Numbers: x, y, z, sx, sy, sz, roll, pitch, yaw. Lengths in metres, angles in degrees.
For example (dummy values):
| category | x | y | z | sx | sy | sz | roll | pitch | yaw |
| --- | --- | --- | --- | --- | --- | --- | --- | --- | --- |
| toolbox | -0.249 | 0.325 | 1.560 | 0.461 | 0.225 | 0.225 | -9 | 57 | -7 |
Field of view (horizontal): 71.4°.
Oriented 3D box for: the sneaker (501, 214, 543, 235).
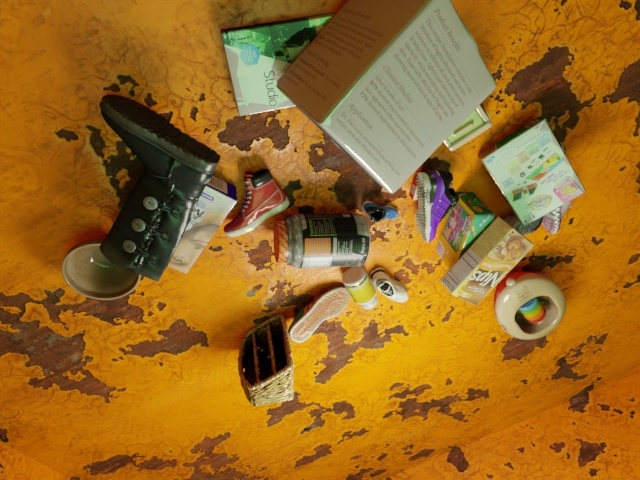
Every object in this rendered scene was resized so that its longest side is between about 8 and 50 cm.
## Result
| category | x | y | z | sx | sy | sz | roll | pitch | yaw |
| --- | --- | --- | --- | --- | --- | --- | --- | --- | --- |
| sneaker | 0.767 | -0.061 | 1.777 | 0.297 | 0.129 | 0.111 | -39 | 125 | -8 |

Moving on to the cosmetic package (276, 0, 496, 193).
| category | x | y | z | sx | sy | sz | roll | pitch | yaw |
| --- | --- | --- | --- | --- | --- | --- | --- | --- | --- |
| cosmetic package | 0.165 | -0.412 | 1.182 | 0.393 | 0.327 | 0.329 | -46 | 131 | 9 |

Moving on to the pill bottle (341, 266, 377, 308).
| category | x | y | z | sx | sy | sz | roll | pitch | yaw |
| --- | --- | --- | --- | --- | --- | --- | --- | --- | --- |
| pill bottle | 0.165 | 0.196 | 1.806 | 0.103 | 0.103 | 0.184 | -27 | 126 | 6 |

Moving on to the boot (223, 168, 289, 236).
| category | x | y | z | sx | sy | sz | roll | pitch | yaw |
| --- | --- | --- | --- | --- | --- | --- | --- | --- | --- |
| boot | -0.248 | -0.132 | 1.483 | 0.244 | 0.088 | 0.176 | -33 | 126 | 0 |

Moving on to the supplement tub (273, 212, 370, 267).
| category | x | y | z | sx | sy | sz | roll | pitch | yaw |
| --- | --- | --- | --- | --- | --- | --- | --- | --- | --- |
| supplement tub | 0.000 | 0.000 | 1.570 | 0.316 | 0.193 | 0.193 | -1 | 125 | -13 |

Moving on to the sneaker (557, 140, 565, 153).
| category | x | y | z | sx | sy | sz | roll | pitch | yaw |
| --- | --- | --- | --- | --- | --- | --- | --- | --- | --- |
| sneaker | 0.783 | -0.282 | 1.635 | 0.097 | 0.084 | 0.234 | 34 | 111 | -30 |

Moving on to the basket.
| category | x | y | z | sx | sy | sz | roll | pitch | yaw |
| --- | --- | --- | --- | --- | --- | --- | --- | --- | --- |
| basket | -0.226 | 0.471 | 1.783 | 0.214 | 0.299 | 0.222 | -5 | 128 | -9 |

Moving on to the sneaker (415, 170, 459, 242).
| category | x | y | z | sx | sy | sz | roll | pitch | yaw |
| --- | --- | --- | --- | --- | --- | --- | --- | --- | --- |
| sneaker | 0.425 | -0.119 | 1.594 | 0.146 | 0.102 | 0.293 | -12 | 129 | -5 |

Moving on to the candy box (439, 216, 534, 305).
| category | x | y | z | sx | sy | sz | roll | pitch | yaw |
| --- | --- | --- | --- | --- | --- | --- | --- | --- | --- |
| candy box | 0.614 | 0.083 | 1.645 | 0.183 | 0.087 | 0.316 | 25 | 110 | -38 |

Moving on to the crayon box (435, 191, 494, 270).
| category | x | y | z | sx | sy | sz | roll | pitch | yaw |
| --- | --- | --- | --- | --- | --- | --- | --- | --- | --- |
| crayon box | 0.545 | -0.025 | 1.706 | 0.081 | 0.165 | 0.278 | 0 | 125 | -14 |

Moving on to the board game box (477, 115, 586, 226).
| category | x | y | z | sx | sy | sz | roll | pitch | yaw |
| --- | --- | --- | --- | --- | --- | --- | --- | --- | --- |
| board game box | 0.752 | -0.239 | 1.591 | 0.242 | 0.064 | 0.316 | -33 | 106 | 18 |

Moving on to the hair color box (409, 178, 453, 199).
| category | x | y | z | sx | sy | sz | roll | pitch | yaw |
| --- | --- | --- | --- | --- | --- | --- | --- | --- | --- |
| hair color box | 0.404 | -0.187 | 1.632 | 0.141 | 0.043 | 0.071 | 0 | 125 | -13 |

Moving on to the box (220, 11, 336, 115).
| category | x | y | z | sx | sy | sz | roll | pitch | yaw |
| --- | --- | --- | --- | --- | --- | --- | --- | --- | --- |
| box | -0.100 | -0.500 | 1.272 | 0.322 | 0.058 | 0.232 | -13 | 127 | -7 |

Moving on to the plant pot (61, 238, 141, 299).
| category | x | y | z | sx | sy | sz | roll | pitch | yaw |
| --- | --- | --- | --- | --- | --- | --- | --- | --- | --- |
| plant pot | -0.723 | 0.077 | 1.493 | 0.238 | 0.109 | 0.237 | -7 | 127 | -10 |

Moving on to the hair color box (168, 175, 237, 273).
| category | x | y | z | sx | sy | sz | roll | pitch | yaw |
| --- | --- | --- | --- | --- | --- | --- | --- | --- | --- |
| hair color box | -0.441 | -0.067 | 1.465 | 0.185 | 0.110 | 0.338 | 26 | 116 | -28 |

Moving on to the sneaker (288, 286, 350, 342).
| category | x | y | z | sx | sy | sz | roll | pitch | yaw |
| --- | --- | --- | --- | --- | --- | --- | --- | --- | --- |
| sneaker | -0.016 | 0.290 | 1.840 | 0.302 | 0.121 | 0.108 | -38 | 104 | -8 |

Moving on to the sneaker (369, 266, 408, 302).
| category | x | y | z | sx | sy | sz | roll | pitch | yaw |
| --- | --- | --- | --- | --- | --- | --- | --- | --- | --- |
| sneaker | 0.293 | 0.208 | 1.855 | 0.090 | 0.094 | 0.235 | -43 | 125 | 15 |

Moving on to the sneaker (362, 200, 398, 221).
| category | x | y | z | sx | sy | sz | roll | pitch | yaw |
| --- | --- | --- | --- | --- | --- | --- | --- | --- | --- |
| sneaker | 0.229 | -0.094 | 1.627 | 0.152 | 0.084 | 0.058 | 17 | 119 | -25 |

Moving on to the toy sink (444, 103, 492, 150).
| category | x | y | z | sx | sy | sz | roll | pitch | yaw |
| --- | --- | --- | --- | --- | --- | --- | --- | --- | --- |
| toy sink | 0.441 | -0.391 | 1.421 | 0.153 | 0.131 | 0.234 | -31 | 128 | 27 |

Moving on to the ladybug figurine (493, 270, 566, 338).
| category | x | y | z | sx | sy | sz | roll | pitch | yaw |
| --- | --- | --- | --- | --- | --- | --- | --- | --- | --- |
| ladybug figurine | 0.933 | 0.281 | 2.025 | 0.305 | 0.161 | 0.449 | -35 | 126 | 11 |

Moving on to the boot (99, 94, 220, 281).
| category | x | y | z | sx | sy | sz | roll | pitch | yaw |
| --- | --- | --- | --- | --- | --- | --- | --- | --- | --- |
| boot | -0.539 | -0.139 | 1.304 | 0.367 | 0.146 | 0.445 | 34 | 116 | 1 |

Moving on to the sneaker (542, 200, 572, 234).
| category | x | y | z | sx | sy | sz | roll | pitch | yaw |
| --- | --- | --- | --- | --- | --- | --- | --- | --- | --- |
| sneaker | 0.954 | -0.131 | 1.786 | 0.105 | 0.095 | 0.236 | -22 | 126 | -8 |
